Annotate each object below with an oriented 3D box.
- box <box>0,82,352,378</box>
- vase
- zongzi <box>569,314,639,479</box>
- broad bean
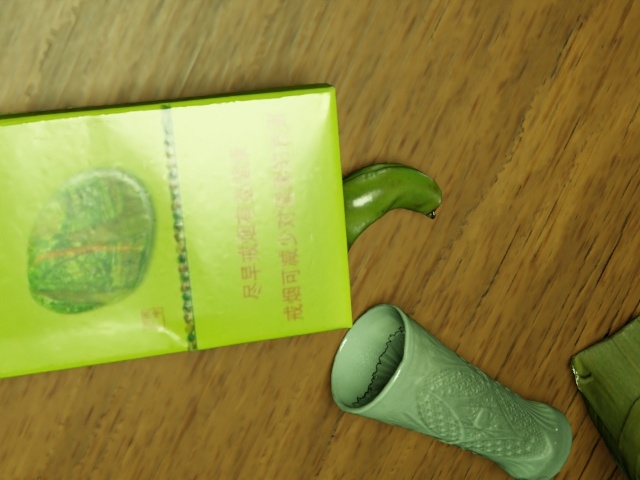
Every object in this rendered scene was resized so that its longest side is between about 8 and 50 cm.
[{"bbox_3d":[-0.148,-0.005,0.754,0.335,0.047,0.187,-7,105,-11],"label":"box"},{"bbox_3d":[0.121,0.142,0.906,0.219,0.096,0.096,30,94,-29],"label":"vase"},{"bbox_3d":[0.355,0.231,0.935,0.125,0.251,0.274,-30,117,6],"label":"zongzi"},{"bbox_3d":[0.000,0.000,0.837,0.213,0.048,0.070,-29,115,-7],"label":"broad bean"}]
